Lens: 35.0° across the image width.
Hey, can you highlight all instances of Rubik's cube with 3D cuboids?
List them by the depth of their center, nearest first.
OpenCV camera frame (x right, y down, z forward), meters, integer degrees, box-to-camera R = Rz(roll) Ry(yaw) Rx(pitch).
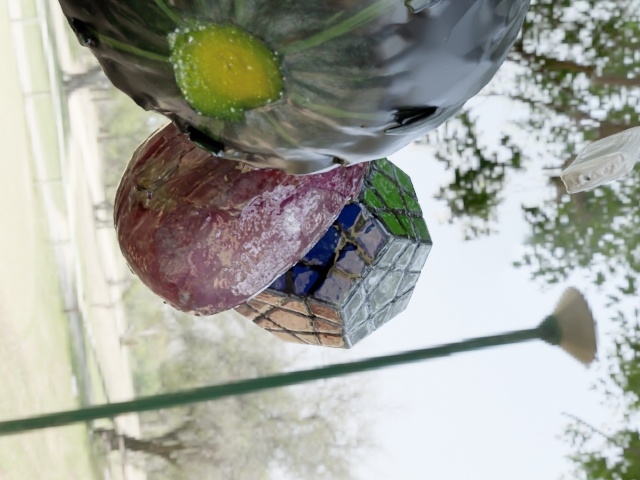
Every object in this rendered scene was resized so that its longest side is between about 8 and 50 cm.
[{"bbox_3d":[0.000,0.000,1.455,0.264,0.319,0.318,2,84,-87],"label":"Rubik's cube"}]

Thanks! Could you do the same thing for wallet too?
[{"bbox_3d":[0.362,-0.104,1.286,0.190,0.095,0.033,-36,102,-57],"label":"wallet"}]

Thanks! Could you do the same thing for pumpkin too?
[{"bbox_3d":[-0.010,-0.203,0.607,0.296,0.296,0.295,175,-90,-79],"label":"pumpkin"}]

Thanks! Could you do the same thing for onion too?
[{"bbox_3d":[-0.069,-0.072,0.923,0.227,0.284,0.120,43,-13,48],"label":"onion"}]
